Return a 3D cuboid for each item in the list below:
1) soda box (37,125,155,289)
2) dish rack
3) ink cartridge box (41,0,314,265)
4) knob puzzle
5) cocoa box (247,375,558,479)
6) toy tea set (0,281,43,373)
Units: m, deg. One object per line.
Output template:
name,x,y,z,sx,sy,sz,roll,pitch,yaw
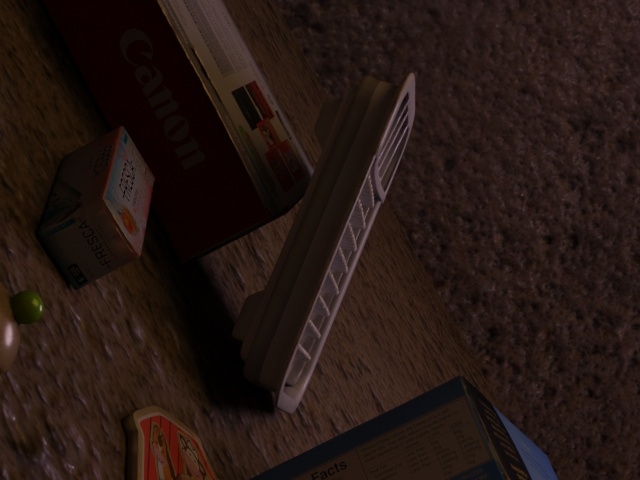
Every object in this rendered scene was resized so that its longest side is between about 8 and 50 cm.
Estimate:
soda box,-0.180,-0.030,1.429,0.058,0.063,0.183,59,10,-19
dish rack,0.000,0.000,1.699,0.072,0.333,0.285,21,-6,5
ink cartridge box,-0.143,-0.147,1.742,0.309,0.130,0.272,62,12,-5
knob puzzle,-0.092,0.203,1.365,0.213,0.030,0.213,60,10,-17
cocoa box,0.115,0.302,1.590,0.228,0.231,0.347,67,10,25
toy tea set,-0.222,-0.065,0.917,0.336,0.124,0.200,72,0,-47
